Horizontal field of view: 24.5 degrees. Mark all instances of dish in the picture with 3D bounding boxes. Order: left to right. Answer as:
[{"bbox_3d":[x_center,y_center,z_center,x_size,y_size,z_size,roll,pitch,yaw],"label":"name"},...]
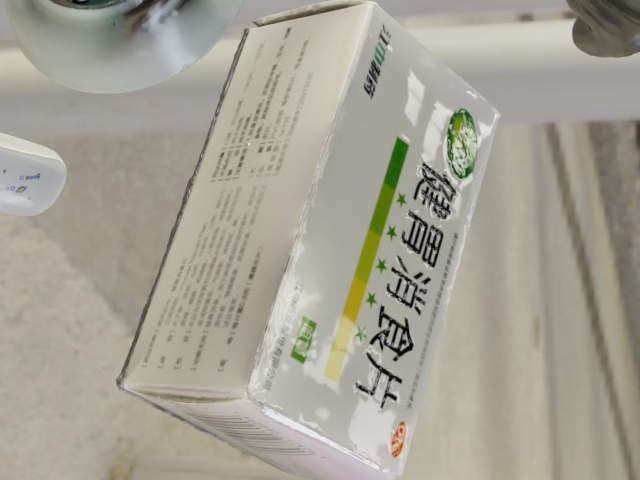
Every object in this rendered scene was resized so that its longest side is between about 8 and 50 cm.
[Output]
[{"bbox_3d":[-0.112,-0.155,0.763,0.078,0.141,0.141,58,36,-63],"label":"dish"}]

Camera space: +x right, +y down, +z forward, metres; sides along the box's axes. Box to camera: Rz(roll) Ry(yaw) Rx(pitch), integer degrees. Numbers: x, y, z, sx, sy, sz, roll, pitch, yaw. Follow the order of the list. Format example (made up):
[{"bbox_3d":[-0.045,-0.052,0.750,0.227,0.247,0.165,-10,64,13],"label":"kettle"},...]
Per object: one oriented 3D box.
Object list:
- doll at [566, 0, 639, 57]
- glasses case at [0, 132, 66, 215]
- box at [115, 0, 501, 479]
[{"bbox_3d":[0.292,-0.293,1.179,0.378,0.252,0.382,-9,116,-50],"label":"doll"},{"bbox_3d":[-0.341,-0.072,1.464,0.197,0.049,0.076,15,113,-45],"label":"glasses case"},{"bbox_3d":[0.000,-0.002,1.112,0.173,0.145,0.333,35,64,-40],"label":"box"}]
